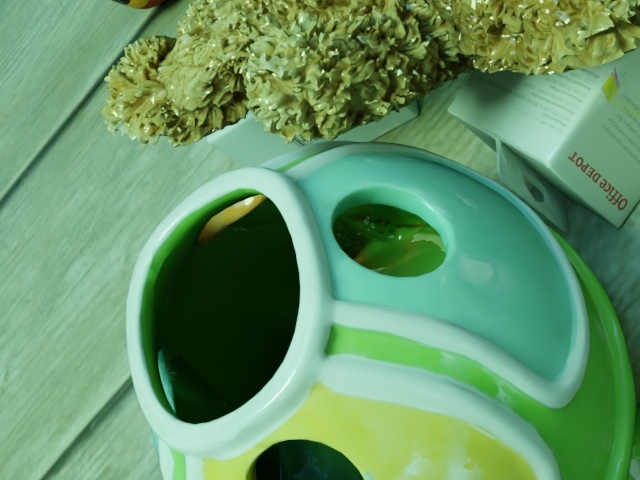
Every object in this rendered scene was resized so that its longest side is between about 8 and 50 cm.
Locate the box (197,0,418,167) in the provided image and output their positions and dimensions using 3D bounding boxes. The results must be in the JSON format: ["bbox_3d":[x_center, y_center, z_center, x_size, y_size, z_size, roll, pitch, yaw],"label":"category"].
[{"bbox_3d":[-0.014,-0.149,0.791,0.130,0.091,0.170,-27,52,29],"label":"box"}]

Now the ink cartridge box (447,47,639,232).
[{"bbox_3d":[0.152,-0.084,0.606,0.143,0.092,0.090,-55,43,4],"label":"ink cartridge box"}]

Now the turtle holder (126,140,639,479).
[{"bbox_3d":[0.020,0.098,0.528,0.243,0.227,0.320,-13,59,36],"label":"turtle holder"}]

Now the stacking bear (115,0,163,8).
[{"bbox_3d":[-0.115,-0.304,0.929,0.289,0.175,0.164,-25,55,40],"label":"stacking bear"}]

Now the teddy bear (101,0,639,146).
[{"bbox_3d":[0.018,-0.138,0.577,0.245,0.113,0.338,-35,23,-31],"label":"teddy bear"}]
